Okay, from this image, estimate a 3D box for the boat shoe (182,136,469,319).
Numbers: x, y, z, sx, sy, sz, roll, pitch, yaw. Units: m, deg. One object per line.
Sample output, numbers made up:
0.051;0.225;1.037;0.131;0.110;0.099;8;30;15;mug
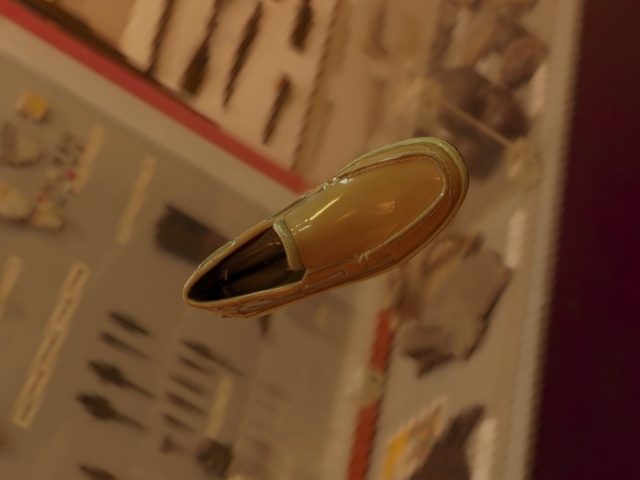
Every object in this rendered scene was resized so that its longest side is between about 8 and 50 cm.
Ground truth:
0.000;0.000;1.032;0.190;0.068;0.072;-33;-11;26;boat shoe
